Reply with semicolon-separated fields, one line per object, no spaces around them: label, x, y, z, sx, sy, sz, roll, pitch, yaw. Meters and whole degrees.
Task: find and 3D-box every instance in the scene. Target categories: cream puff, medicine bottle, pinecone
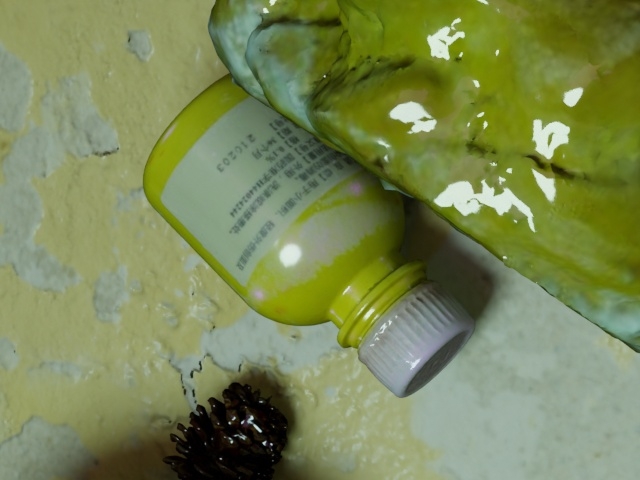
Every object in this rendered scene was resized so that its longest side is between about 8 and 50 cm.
cream puff;0.132;-0.122;1.018;0.378;0.378;0.275;37;92;19
medicine bottle;0.000;0.000;1.215;0.212;0.122;0.122;45;115;15
pinecone;-0.061;0.134;1.295;0.077;0.077;0.083;25;86;23
